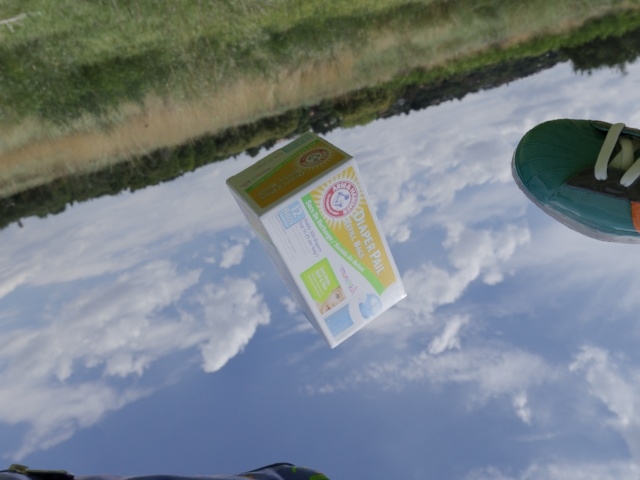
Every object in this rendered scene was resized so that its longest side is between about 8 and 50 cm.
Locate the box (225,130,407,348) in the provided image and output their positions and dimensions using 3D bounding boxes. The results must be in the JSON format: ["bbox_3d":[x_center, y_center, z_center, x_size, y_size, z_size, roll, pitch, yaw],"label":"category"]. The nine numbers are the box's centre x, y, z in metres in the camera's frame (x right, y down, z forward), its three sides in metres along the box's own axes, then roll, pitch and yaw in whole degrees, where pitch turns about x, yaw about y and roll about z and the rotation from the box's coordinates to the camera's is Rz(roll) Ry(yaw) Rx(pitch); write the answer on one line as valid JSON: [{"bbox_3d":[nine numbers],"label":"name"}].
[{"bbox_3d":[0.000,0.000,0.578,0.114,0.203,0.103,-34,-143,-10],"label":"box"}]

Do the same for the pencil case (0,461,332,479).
[{"bbox_3d":[-0.118,0.237,0.395,0.306,0.133,0.119,13,142,-30],"label":"pencil case"}]

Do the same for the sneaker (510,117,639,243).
[{"bbox_3d":[0.304,-0.043,0.399,0.302,0.121,0.108,23,-105,20],"label":"sneaker"}]
